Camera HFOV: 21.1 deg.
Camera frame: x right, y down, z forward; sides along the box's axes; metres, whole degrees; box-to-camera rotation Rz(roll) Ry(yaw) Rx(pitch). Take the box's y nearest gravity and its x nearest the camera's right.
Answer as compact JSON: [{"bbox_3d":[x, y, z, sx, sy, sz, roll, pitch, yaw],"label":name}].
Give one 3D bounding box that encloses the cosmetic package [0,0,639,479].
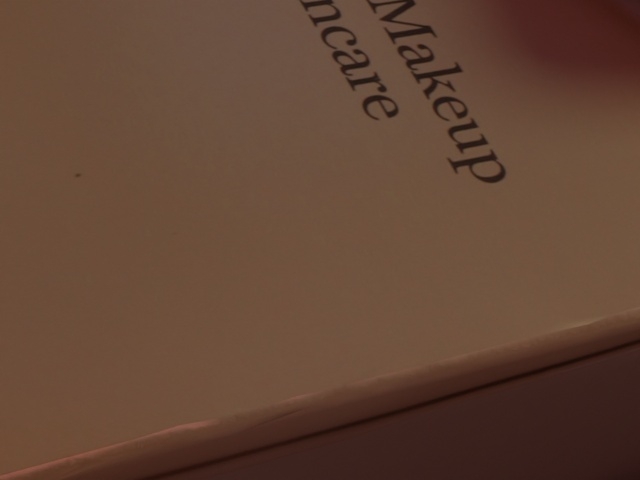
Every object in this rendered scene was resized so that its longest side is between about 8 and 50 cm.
[{"bbox_3d":[0.000,0.000,0.461,0.309,0.113,0.160,-13,57,-26],"label":"cosmetic package"}]
